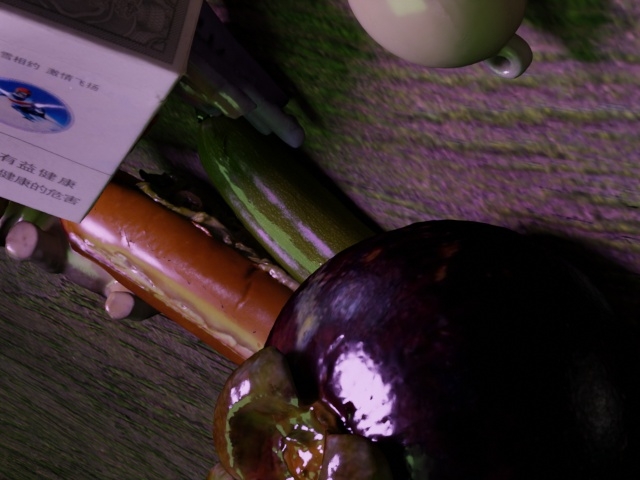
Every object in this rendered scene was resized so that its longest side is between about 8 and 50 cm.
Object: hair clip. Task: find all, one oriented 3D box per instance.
[{"bbox_3d":[-0.115,-0.166,1.281,0.137,0.090,0.278,22,148,56],"label":"hair clip"}]

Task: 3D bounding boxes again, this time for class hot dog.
[{"bbox_3d":[-0.087,0.030,1.549,0.337,0.100,0.135,34,-173,12],"label":"hot dog"}]

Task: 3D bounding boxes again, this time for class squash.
[{"bbox_3d":[0.001,0.001,1.385,0.318,0.071,0.080,45,-177,13],"label":"squash"}]

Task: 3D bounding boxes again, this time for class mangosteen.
[{"bbox_3d":[0.074,0.125,1.174,0.288,0.288,0.288,39,158,19],"label":"mangosteen"}]

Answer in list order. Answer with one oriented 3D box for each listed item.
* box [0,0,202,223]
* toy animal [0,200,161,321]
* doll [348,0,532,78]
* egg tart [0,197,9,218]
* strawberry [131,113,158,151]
[{"bbox_3d":[-0.199,-0.112,1.226,0.164,0.069,0.256,19,153,-15],"label":"box"},{"bbox_3d":[-0.224,-0.002,1.768,0.233,0.121,0.168,30,172,15],"label":"toy animal"},{"bbox_3d":[0.016,-0.197,0.958,0.296,0.117,0.141,41,149,-24],"label":"doll"},{"bbox_3d":[-0.368,-0.124,1.672,0.107,0.291,0.291,-21,116,31],"label":"egg tart"},{"bbox_3d":[-0.253,-0.175,1.482,0.336,0.149,0.265,20,143,31],"label":"strawberry"}]
